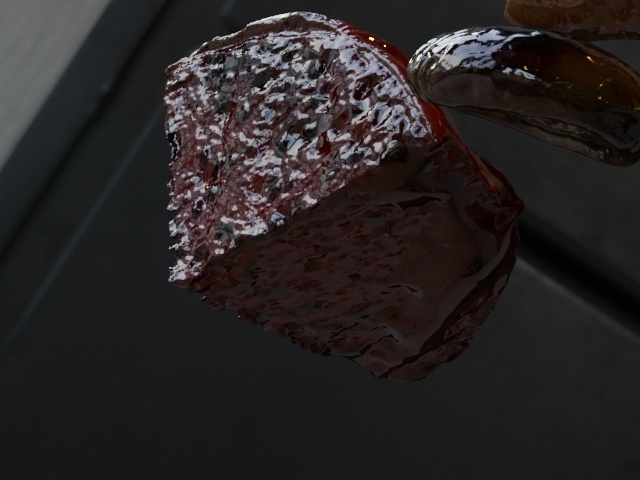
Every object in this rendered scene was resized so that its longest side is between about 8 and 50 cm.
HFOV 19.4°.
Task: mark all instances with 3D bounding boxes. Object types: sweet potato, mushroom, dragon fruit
[{"bbox_3d":[0.257,-0.200,1.393,0.252,0.097,0.097,-8,-22,31],"label":"sweet potato"},{"bbox_3d":[0.101,-0.073,0.883,0.123,0.052,0.123,20,-1,0],"label":"mushroom"},{"bbox_3d":[0.000,0.000,1.434,0.302,0.240,0.330,45,-13,45],"label":"dragon fruit"}]
